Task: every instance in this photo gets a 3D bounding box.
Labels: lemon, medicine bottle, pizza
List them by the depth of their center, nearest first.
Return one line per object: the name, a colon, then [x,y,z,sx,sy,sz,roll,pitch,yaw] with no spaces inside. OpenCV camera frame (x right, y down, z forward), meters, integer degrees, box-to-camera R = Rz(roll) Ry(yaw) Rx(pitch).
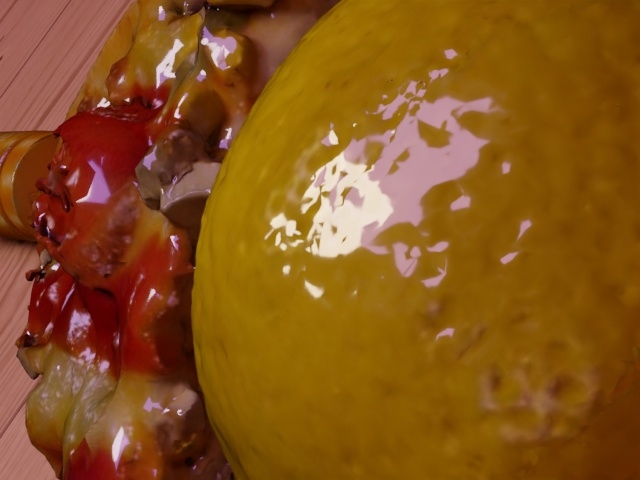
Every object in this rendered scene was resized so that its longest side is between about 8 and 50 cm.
lemon: [0.089,0.016,0.529,0.293,0.293,0.293,-33,36,28]
pizza: [-0.107,0.035,0.784,0.440,0.130,0.406,133,143,-53]
medicine bottle: [-0.264,-0.048,1.217,0.192,0.096,0.096,7,63,54]
